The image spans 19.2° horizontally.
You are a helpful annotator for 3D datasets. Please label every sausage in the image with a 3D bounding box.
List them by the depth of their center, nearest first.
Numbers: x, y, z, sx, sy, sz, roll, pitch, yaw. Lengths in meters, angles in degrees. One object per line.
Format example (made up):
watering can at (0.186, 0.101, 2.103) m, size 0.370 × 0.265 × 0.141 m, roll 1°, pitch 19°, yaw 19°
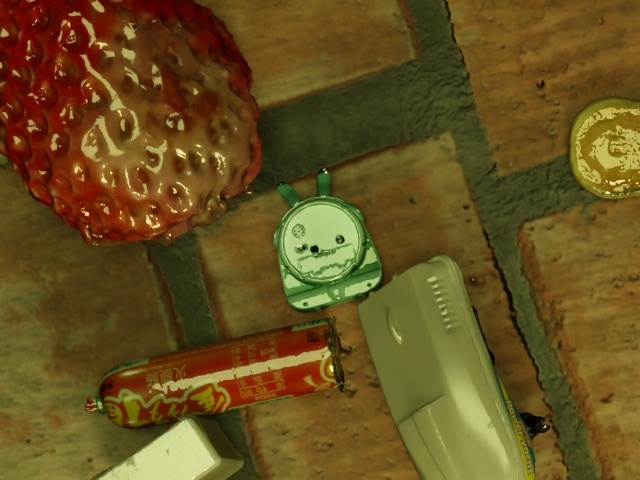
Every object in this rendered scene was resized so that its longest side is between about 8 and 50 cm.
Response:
sausage at (-0.107, 0.137, 1.875) m, size 0.264 × 0.083 × 0.083 m, roll -13°, pitch 83°, yaw 6°

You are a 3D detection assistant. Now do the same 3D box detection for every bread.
bread at (0.300, -0.092, 1.886) m, size 0.110 × 0.024 × 0.110 m, roll -1°, pitch 83°, yaw 5°

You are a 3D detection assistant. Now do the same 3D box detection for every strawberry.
strawberry at (-0.193, -0.158, 1.825) m, size 0.265 × 0.149 × 0.336 m, roll -33°, pitch 103°, yaw -16°

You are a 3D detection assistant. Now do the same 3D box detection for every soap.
soap at (-0.147, 0.223, 1.812) m, size 0.121 × 0.183 × 0.064 m, roll -34°, pitch 81°, yaw 0°

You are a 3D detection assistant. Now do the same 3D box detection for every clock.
clock at (0.000, 0.000, 1.895) m, size 0.101 × 0.041 × 0.135 m, roll -18°, pitch 82°, yaw 3°

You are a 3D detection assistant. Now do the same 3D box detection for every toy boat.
toy boat at (0.137, 0.153, 1.829) m, size 0.141 × 0.141 × 0.269 m, roll -29°, pitch 81°, yaw 1°

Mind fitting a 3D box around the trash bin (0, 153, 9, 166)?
trash bin at (-0.377, -0.229, 1.920) m, size 0.243 × 0.121 × 0.247 m, roll 24°, pitch 84°, yaw 8°
